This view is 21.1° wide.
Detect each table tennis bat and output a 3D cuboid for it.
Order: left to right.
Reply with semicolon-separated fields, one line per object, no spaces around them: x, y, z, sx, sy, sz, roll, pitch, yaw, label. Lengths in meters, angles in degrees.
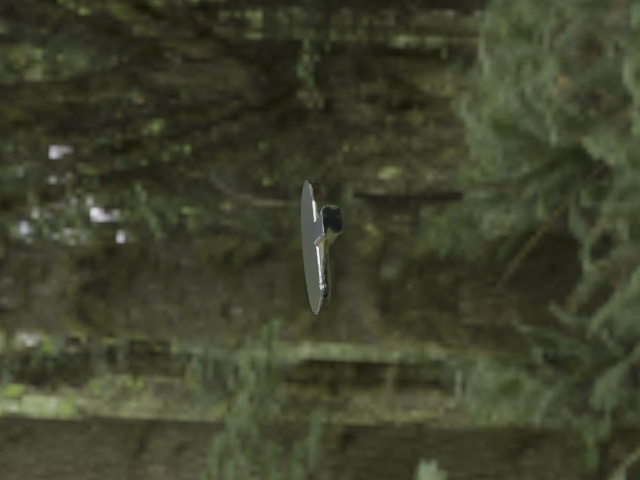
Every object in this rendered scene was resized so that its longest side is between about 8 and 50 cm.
0.000;0.000;0.621;0.083;0.007;0.050;121;145;-78;table tennis bat
